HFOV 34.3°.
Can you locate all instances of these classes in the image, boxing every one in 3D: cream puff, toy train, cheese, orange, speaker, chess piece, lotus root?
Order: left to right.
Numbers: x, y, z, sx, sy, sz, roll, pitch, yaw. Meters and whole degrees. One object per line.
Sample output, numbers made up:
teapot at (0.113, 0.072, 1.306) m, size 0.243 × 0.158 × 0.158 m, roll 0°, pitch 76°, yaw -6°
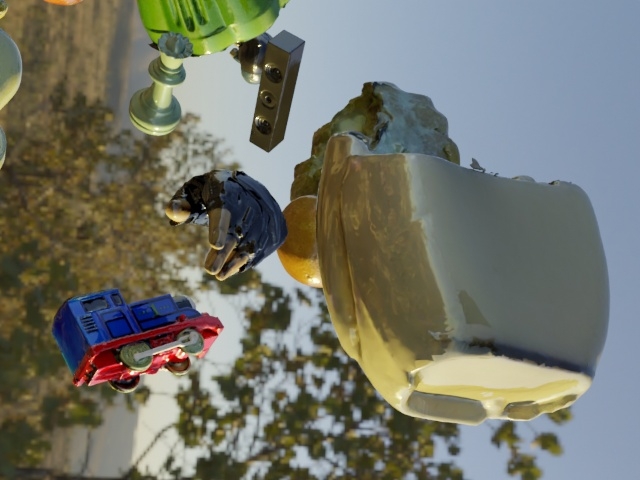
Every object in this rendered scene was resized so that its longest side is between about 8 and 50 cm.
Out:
toy train at (-0.244, 0.125, 1.393) m, size 0.131 × 0.204 × 0.083 m, roll 56°, pitch -46°, yaw 23°
chess piece at (-0.121, -0.125, 0.801) m, size 0.093 × 0.042 × 0.042 m, roll 119°, pitch -26°, yaw -50°
lotus root at (-0.131, -0.311, 1.075) m, size 0.186 × 0.186 × 0.186 m, roll -176°, pitch -90°, yaw -79°
speaker at (-0.065, -0.218, 1.531) m, size 0.046 × 0.040 × 0.191 m, roll -46°, pitch 160°, yaw -40°
orange at (0.000, 0.000, 1.735) m, size 0.159 × 0.136 × 0.159 m, roll 40°, pitch 43°, yaw -51°
cream puff at (0.107, -0.120, 1.960) m, size 0.270 × 0.274 × 0.323 m, roll -38°, pitch -157°, yaw 57°
cheese at (0.114, 0.018, 0.806) m, size 0.127 × 0.266 × 0.233 m, roll -25°, pitch -118°, yaw 41°

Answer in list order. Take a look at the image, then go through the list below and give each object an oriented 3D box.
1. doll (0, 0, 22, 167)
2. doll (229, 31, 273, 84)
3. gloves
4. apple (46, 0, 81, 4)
doll at (-0.438, -0.183, 1.282) m, size 0.117 × 0.141 × 0.296 m, roll -45°, pitch -134°, yaw 41°
doll at (-0.117, -0.339, 1.910) m, size 0.179 × 0.102 × 0.089 m, roll 150°, pitch -53°, yaw -83°
gloves at (-0.114, -0.023, 1.281) m, size 0.203 × 0.164 × 0.124 m, roll -128°, pitch -119°, yaw -75°
apple at (-0.465, -0.502, 1.857) m, size 0.163 × 0.139 × 0.163 m, roll -59°, pitch -170°, yaw 17°
